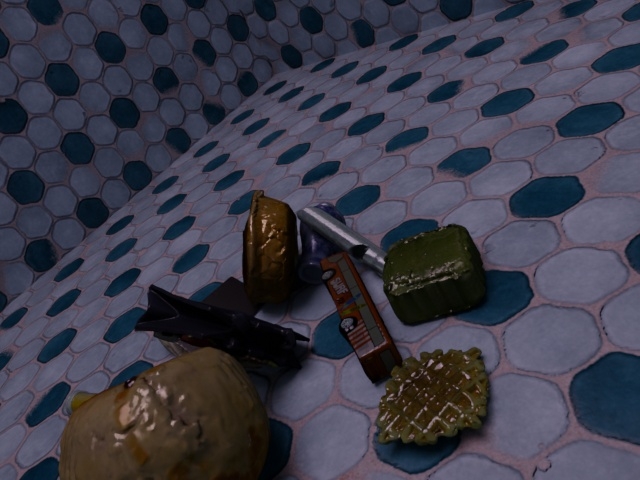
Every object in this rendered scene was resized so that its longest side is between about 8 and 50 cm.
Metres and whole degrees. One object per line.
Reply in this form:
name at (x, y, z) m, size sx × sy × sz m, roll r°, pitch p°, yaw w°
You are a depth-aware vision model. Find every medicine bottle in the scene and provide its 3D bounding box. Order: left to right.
medicine bottle at (-0.606, 0.452, 1.478) m, size 0.218 × 0.074 × 0.074 m, roll -8°, pitch 37°, yaw 34°

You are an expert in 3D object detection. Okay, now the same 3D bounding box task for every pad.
pad at (-0.287, 0.213, 1.512) m, size 0.160 × 0.009 × 0.265 m, roll 26°, pitch 52°, yaw 30°

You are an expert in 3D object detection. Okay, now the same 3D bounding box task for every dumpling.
dumpling at (-0.402, 0.254, 1.554) m, size 0.134 × 0.099 × 0.169 m, roll -41°, pitch 31°, yaw -23°

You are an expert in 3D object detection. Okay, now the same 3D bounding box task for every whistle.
whistle at (0.064, -0.007, 1.407) m, size 0.312 × 0.062 × 0.062 m, roll 35°, pitch 68°, yaw 30°

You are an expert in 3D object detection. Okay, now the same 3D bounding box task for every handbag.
handbag at (-0.227, 0.211, 1.250) m, size 0.329 × 0.303 × 0.121 m, roll 5°, pitch 75°, yaw 45°

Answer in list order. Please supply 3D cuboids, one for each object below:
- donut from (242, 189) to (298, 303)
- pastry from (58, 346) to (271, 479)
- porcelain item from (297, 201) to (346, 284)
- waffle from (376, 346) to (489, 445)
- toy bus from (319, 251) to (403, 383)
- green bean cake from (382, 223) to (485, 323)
donut at (-0.135, 0.027, 1.474) m, size 0.160 × 0.330 × 0.330 m, roll 8°, pitch 33°, yaw -5°
pastry at (-0.270, 0.387, 0.991) m, size 0.389 × 0.312 × 0.388 m, roll -25°, pitch -4°, yaw -2°
porcelain item at (0.000, 0.000, 1.533) m, size 0.141 × 0.141 × 0.259 m, roll -16°, pitch 43°, yaw 27°
waffle at (0.203, 0.279, 0.979) m, size 0.208 × 0.054 × 0.214 m, roll -21°, pitch 25°, yaw 25°
toy bus at (0.079, 0.158, 1.244) m, size 0.092 × 0.093 × 0.409 m, roll -29°, pitch 29°, yaw 4°
green bean cake at (0.248, 0.068, 1.199) m, size 0.214 × 0.113 × 0.200 m, roll -20°, pitch 32°, yaw 22°
